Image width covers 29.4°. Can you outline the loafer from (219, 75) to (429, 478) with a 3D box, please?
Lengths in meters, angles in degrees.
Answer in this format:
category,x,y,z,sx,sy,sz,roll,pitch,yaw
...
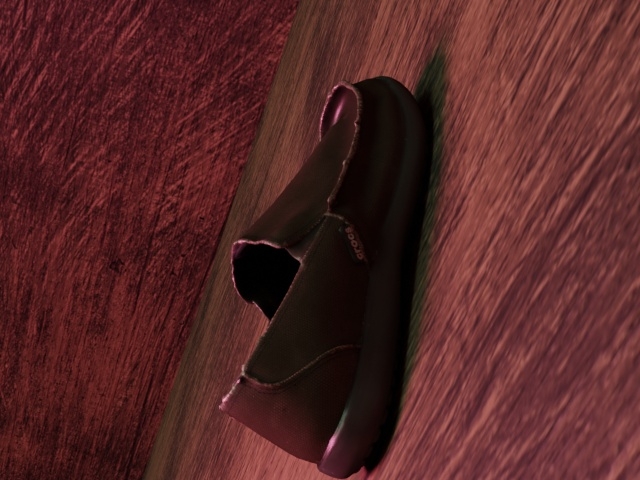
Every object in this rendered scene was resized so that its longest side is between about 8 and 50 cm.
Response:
category,x,y,z,sx,sy,sz,roll,pitch,yaw
loafer,0.000,0.000,0.949,0.134,0.130,0.366,115,167,-48
